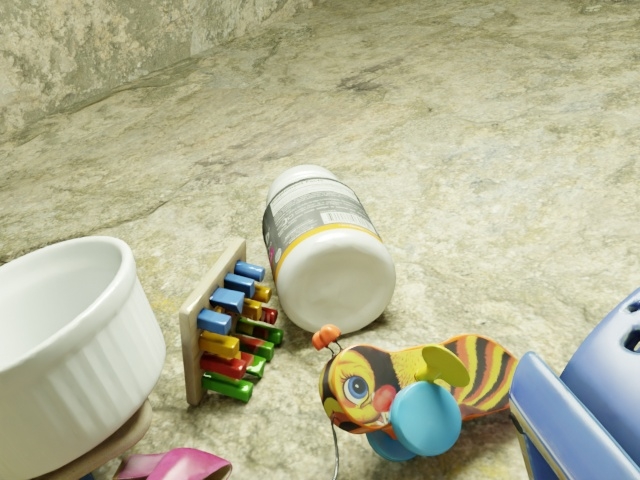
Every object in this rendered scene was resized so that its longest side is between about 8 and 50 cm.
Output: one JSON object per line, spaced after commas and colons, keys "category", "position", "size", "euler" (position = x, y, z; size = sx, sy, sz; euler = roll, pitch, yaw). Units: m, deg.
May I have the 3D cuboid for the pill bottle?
{"category": "pill bottle", "position": [0.000, 0.000, 0.998], "size": [0.162, 0.162, 0.278], "euler": [-15, 29, -4]}

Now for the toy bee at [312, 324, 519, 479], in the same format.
{"category": "toy bee", "position": [0.071, 0.147, 0.690], "size": [0.298, 0.162, 0.195], "euler": [-13, -17, -45]}

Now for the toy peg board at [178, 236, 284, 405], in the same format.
{"category": "toy peg board", "position": [-0.104, 0.110, 0.871], "size": [0.079, 0.160, 0.161], "euler": [13, 37, 13]}

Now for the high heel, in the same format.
{"category": "high heel", "position": [-0.164, 0.301, 0.652], "size": [0.117, 0.082, 0.244], "euler": [-2, 25, 8]}

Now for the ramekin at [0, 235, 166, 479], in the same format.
{"category": "ramekin", "position": [-0.303, 0.123, 0.728], "size": [0.277, 0.135, 0.277], "euler": [-17, 27, 9]}

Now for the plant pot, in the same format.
{"category": "plant pot", "position": [0.287, 0.185, 0.513], "size": [0.212, 0.236, 0.236], "euler": [-23, 30, -3]}

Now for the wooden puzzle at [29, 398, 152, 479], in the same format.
{"category": "wooden puzzle", "position": [-0.382, 0.250, 0.791], "size": [0.348, 0.080, 0.322], "euler": [-33, 27, -22]}
